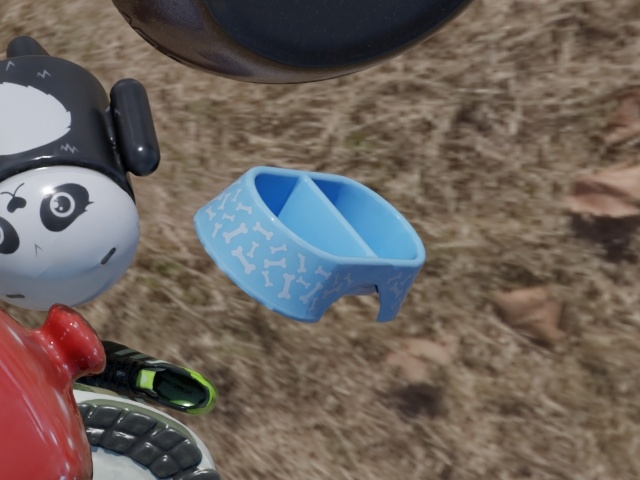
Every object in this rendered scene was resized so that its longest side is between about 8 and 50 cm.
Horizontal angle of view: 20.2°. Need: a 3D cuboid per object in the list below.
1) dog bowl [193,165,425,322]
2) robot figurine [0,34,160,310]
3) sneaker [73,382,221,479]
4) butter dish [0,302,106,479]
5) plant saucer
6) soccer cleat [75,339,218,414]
[{"bbox_3d":[0.000,0.000,1.817,0.074,0.297,0.166,-51,63,22],"label":"dog bowl"},{"bbox_3d":[-0.270,-0.065,1.707,0.174,0.278,0.209,6,137,-29],"label":"robot figurine"},{"bbox_3d":[-0.268,0.148,1.448,0.410,0.182,0.158,27,89,3],"label":"sneaker"},{"bbox_3d":[-0.145,0.071,0.754,0.118,0.160,0.160,-34,85,-12],"label":"butter dish"},{"bbox_3d":[0.011,-0.131,0.691,0.199,0.036,0.198,-16,137,-16],"label":"plant saucer"},{"bbox_3d":[-0.191,0.138,1.829,0.179,0.072,0.060,14,81,-2],"label":"soccer cleat"}]
